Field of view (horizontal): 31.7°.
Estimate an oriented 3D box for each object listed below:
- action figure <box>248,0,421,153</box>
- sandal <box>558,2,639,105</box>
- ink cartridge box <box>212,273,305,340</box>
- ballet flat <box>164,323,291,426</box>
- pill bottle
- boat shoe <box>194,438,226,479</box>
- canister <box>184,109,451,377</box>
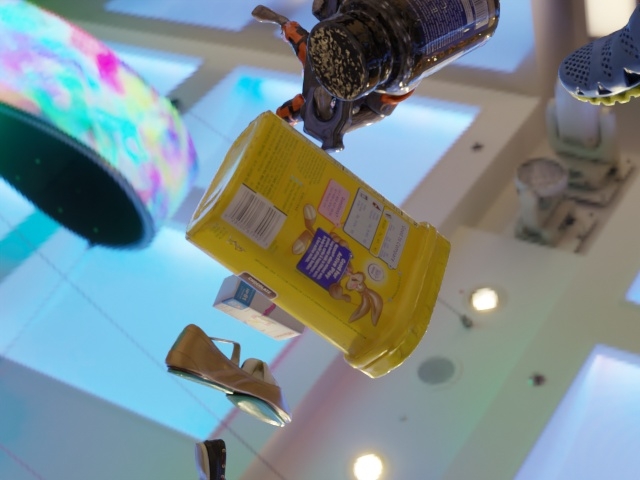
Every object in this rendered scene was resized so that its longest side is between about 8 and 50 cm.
[{"bbox_3d":[0.034,-0.294,1.704,0.178,0.341,0.330,11,-179,-45],"label":"action figure"},{"bbox_3d":[0.488,-0.301,1.646,0.317,0.138,0.126,-20,-130,32],"label":"sandal"},{"bbox_3d":[-0.085,0.098,1.674,0.088,0.122,0.052,-24,-138,62],"label":"ink cartridge box"},{"bbox_3d":[-0.104,0.174,1.455,0.080,0.232,0.073,4,-112,39],"label":"ballet flat"},{"bbox_3d":[0.094,-0.241,1.284,0.219,0.123,0.122,-31,-140,-34],"label":"pill bottle"},{"bbox_3d":[-0.148,0.340,1.565,0.042,0.133,0.049,-6,-168,-29],"label":"boat shoe"},{"bbox_3d":[0.000,0.000,0.802,0.073,0.170,0.126,-39,-159,44],"label":"canister"}]
